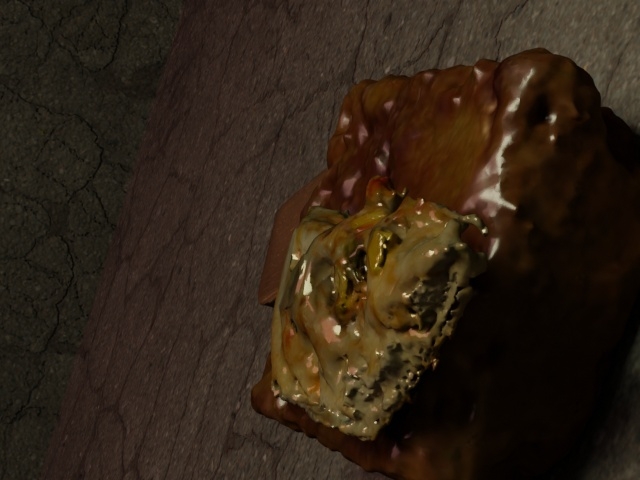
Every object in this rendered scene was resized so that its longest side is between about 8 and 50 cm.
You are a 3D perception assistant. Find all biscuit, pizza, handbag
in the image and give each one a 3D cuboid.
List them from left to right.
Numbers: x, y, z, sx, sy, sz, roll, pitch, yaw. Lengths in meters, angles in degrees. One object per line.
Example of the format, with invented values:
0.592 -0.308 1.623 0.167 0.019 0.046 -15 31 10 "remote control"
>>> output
0.000 0.000 1.675 0.193 0.072 0.151 138 146 -59 "handbag"
0.032 0.044 1.035 0.297 0.071 0.189 -1 74 68 "pizza"
0.101 0.030 1.209 0.395 0.166 0.342 11 81 70 "biscuit"
